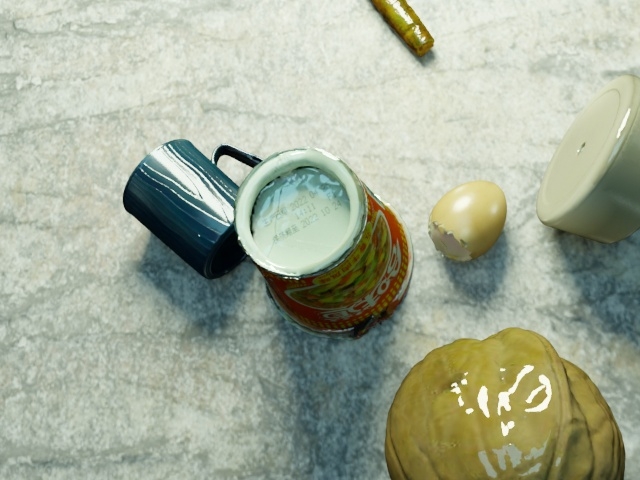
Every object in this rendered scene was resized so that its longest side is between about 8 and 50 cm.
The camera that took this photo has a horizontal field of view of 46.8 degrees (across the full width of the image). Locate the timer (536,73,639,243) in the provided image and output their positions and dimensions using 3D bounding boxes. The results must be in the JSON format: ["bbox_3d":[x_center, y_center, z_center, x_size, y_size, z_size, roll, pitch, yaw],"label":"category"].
[{"bbox_3d":[0.388,-0.038,0.776,0.266,0.175,0.175,26,82,-2],"label":"timer"}]

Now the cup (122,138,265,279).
[{"bbox_3d":[-0.137,-0.048,0.880,0.138,0.113,0.150,40,104,16],"label":"cup"}]

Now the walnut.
[{"bbox_3d":[0.173,0.193,0.710,0.228,0.228,0.227,-3,75,11],"label":"walnut"}]

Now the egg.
[{"bbox_3d":[0.168,-0.025,0.835,0.080,0.080,0.096,33,68,18],"label":"egg"}]

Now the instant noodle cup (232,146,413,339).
[{"bbox_3d":[0.000,0.000,0.792,0.193,0.212,0.193,-3,75,11],"label":"instant noodle cup"}]

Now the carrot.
[{"bbox_3d":[0.092,-0.305,0.946,0.042,0.042,0.170,-33,73,2],"label":"carrot"}]
